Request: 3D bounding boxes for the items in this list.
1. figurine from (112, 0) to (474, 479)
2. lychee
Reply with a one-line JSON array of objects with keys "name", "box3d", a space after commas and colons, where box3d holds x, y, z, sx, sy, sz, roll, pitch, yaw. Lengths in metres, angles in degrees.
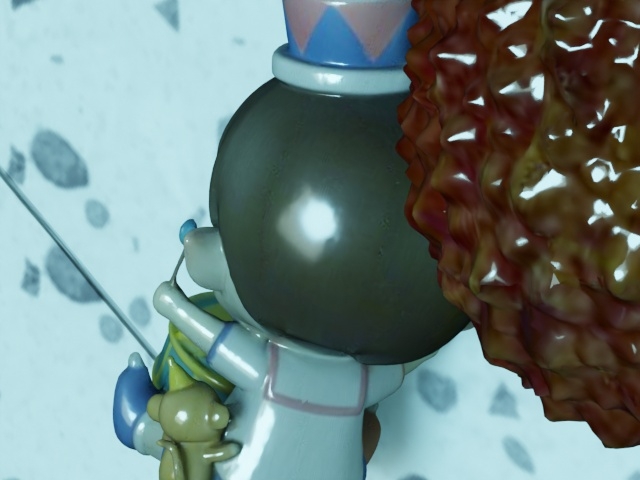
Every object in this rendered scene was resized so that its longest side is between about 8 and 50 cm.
[{"name": "figurine", "box3d": [0.002, 0.005, 0.872, 0.275, 0.161, 0.158, -64, 29, 28]}, {"name": "lychee", "box3d": [0.153, -0.048, 0.687, 0.264, 0.300, 0.264, -9, 59, 15]}]
